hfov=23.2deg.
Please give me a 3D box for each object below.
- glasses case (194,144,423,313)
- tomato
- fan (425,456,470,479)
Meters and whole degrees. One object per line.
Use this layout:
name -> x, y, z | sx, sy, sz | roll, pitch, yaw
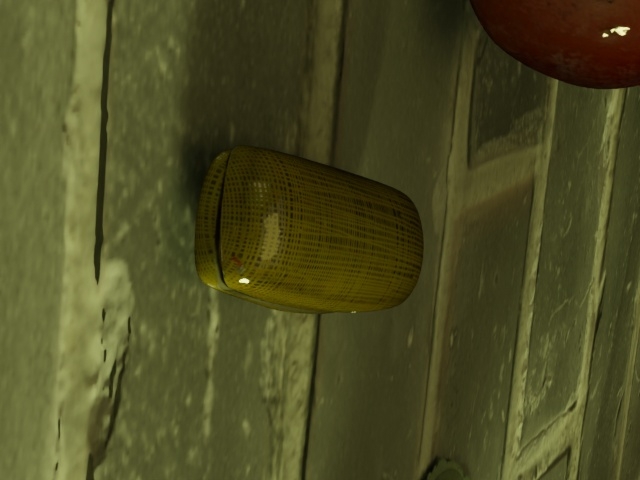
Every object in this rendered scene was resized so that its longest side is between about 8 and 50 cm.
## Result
glasses case -> 0.000, 0.000, 0.830 | 0.234, 0.064, 0.079 | 11, 82, -67
tomato -> 0.194, -0.197, 1.021 | 0.184, 0.208, 0.208 | 50, 52, -42
fan -> 0.053, 0.264, 1.130 | 0.415, 0.012, 0.233 | 34, 67, -66
